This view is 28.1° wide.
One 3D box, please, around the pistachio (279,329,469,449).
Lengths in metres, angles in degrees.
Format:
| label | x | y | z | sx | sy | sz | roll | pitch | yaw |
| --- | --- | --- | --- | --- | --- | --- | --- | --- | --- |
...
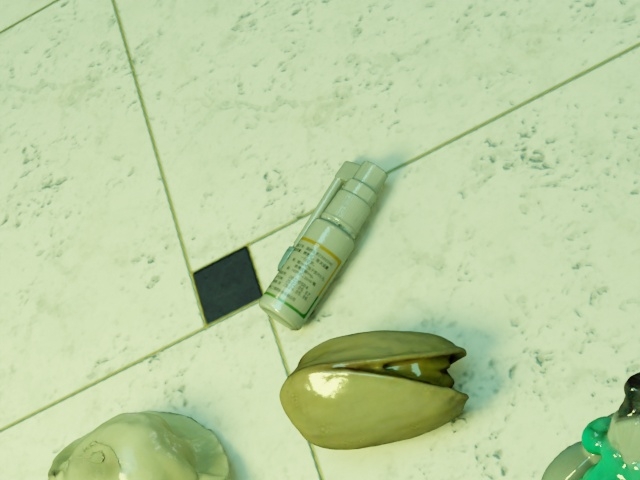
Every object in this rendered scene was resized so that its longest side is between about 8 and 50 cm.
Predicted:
| label | x | y | z | sx | sy | sz | roll | pitch | yaw |
| --- | --- | --- | --- | --- | --- | --- | --- | --- | --- |
| pistachio | 0.059 | 0.158 | 1.390 | 0.206 | 0.131 | 0.130 | -12 | 68 | 14 |

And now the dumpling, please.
| label | x | y | z | sx | sy | sz | roll | pitch | yaw |
| --- | --- | --- | --- | --- | --- | --- | --- | --- | --- |
| dumpling | -0.207 | 0.256 | 1.482 | 0.247 | 0.142 | 0.172 | 11 | 34 | 36 |

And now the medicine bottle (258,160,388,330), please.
| label | x | y | z | sx | sy | sz | roll | pitch | yaw |
| --- | --- | --- | --- | --- | --- | --- | --- | --- | --- |
| medicine bottle | 0.000 | 0.000 | 1.548 | 0.092 | 0.061 | 0.221 | 19 | 72 | 52 |

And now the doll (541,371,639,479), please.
| label | x | y | z | sx | sy | sz | roll | pitch | yaw |
| --- | --- | --- | --- | --- | --- | --- | --- | --- | --- |
| doll | 0.308 | 0.253 | 1.195 | 0.195 | 0.153 | 0.258 | 57 | 137 | 23 |
